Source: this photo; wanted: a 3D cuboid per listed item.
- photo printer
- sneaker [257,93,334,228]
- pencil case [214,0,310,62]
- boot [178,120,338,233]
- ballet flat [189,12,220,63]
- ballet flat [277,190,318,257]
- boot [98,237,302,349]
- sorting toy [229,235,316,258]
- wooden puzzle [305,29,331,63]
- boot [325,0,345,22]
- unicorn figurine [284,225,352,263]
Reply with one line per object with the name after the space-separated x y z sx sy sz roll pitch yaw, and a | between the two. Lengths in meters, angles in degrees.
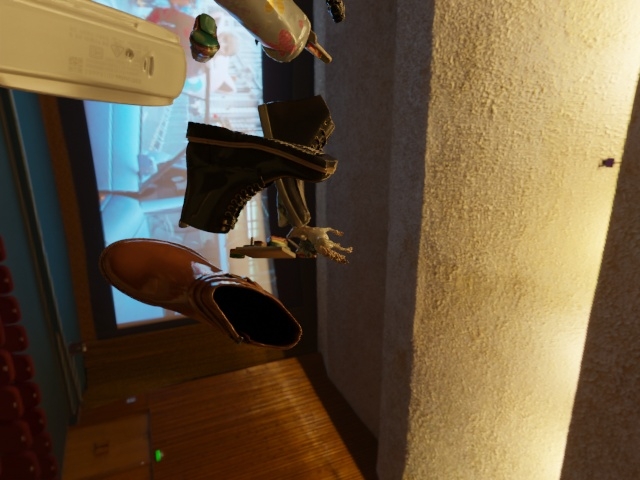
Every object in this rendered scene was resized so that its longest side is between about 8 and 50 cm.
-0.364 -0.249 0.512 0.307 0.256 0.107 21 -71 23 | photo printer
-0.023 -0.137 0.685 0.083 0.117 0.222 75 0 -80 | sneaker
-0.133 -0.466 0.813 0.124 0.273 0.114 15 -94 32 | pencil case
-0.083 -0.059 0.513 0.197 0.076 0.137 17 -78 25 | boot
-0.299 -0.501 1.066 0.079 0.076 0.222 -53 -146 34 | ballet flat
-0.067 -0.036 1.041 0.189 0.070 0.070 56 -20 -6 | ballet flat
-0.169 0.075 0.578 0.109 0.283 0.220 -61 -163 -11 | boot
-0.139 0.018 1.163 0.132 0.274 0.047 42 49 -74 | sorting toy
-0.077 -0.695 1.428 0.044 0.221 0.238 -52 173 12 | wooden puzzle
0.028 -0.614 1.050 0.099 0.045 0.121 59 19 -47 | boot
0.000 0.000 0.919 0.162 0.111 0.060 29 -75 66 | unicorn figurine
